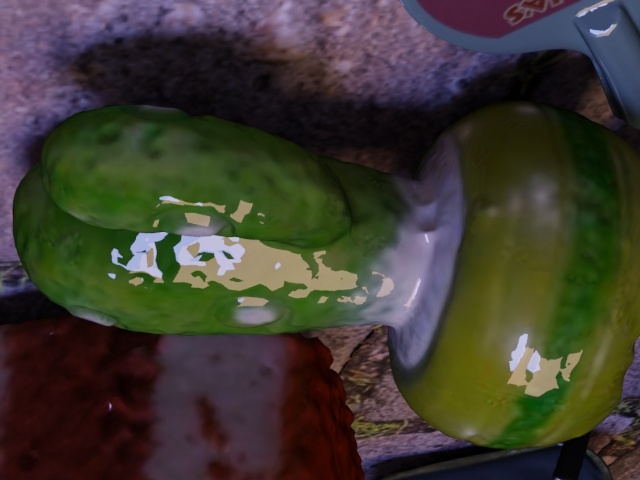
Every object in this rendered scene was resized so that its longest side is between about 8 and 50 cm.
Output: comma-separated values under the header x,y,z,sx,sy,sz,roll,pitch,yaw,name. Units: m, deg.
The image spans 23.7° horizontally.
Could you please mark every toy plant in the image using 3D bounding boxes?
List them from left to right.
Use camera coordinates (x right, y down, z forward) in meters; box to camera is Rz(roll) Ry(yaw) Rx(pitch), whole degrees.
x,y,z,sx,sy,sz,roll,pitch,yaw,name
0.000,0.000,0.795,0.316,0.184,0.224,11,167,-12,toy plant

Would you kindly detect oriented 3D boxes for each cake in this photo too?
x,y,z,sx,sy,sz,roll,pitch,yaw,name
-0.131,0.216,0.928,0.320,0.270,0.269,-6,144,9,cake

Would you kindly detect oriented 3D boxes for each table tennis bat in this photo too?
x,y,z,sx,sy,sz,roll,pitch,yaw,name
0.124,-0.122,0.721,0.153,0.040,0.244,-22,147,18,table tennis bat

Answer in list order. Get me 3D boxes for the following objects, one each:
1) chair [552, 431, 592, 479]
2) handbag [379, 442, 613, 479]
x,y,z,sx,sy,sz,roll,pitch,yaw,name
0.240,0.020,0.876,0.172,0.247,0.158,16,138,-10,chair
0.147,0.321,1.392,0.263,0.222,0.241,-7,148,-12,handbag
